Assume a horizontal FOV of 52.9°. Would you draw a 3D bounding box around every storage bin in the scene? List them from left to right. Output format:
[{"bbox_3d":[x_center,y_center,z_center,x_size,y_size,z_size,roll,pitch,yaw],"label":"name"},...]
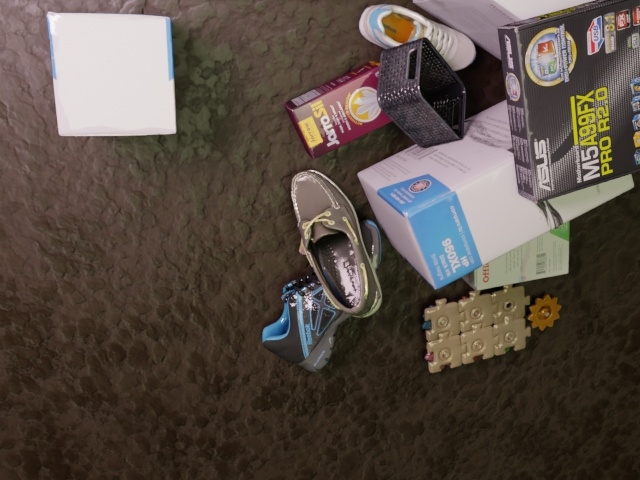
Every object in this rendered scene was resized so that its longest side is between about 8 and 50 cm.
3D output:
[{"bbox_3d":[0.183,-0.259,1.149,0.180,0.084,0.122,31,59,-48],"label":"storage bin"}]

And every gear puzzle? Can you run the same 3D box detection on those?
[{"bbox_3d":[0.383,0.176,1.438,0.339,0.044,0.175,-12,110,-12],"label":"gear puzzle"}]

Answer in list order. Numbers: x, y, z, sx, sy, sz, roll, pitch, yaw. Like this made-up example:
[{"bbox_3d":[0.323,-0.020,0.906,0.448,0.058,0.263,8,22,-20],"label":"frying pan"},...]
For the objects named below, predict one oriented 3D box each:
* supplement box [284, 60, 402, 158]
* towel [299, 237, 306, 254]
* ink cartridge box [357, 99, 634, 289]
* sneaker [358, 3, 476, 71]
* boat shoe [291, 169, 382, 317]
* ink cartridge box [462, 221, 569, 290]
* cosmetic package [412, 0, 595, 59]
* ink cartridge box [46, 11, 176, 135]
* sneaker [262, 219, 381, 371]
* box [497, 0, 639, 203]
[{"bbox_3d":[0.043,-0.241,1.186,0.188,0.081,0.104,-27,113,-2],"label":"supplement box"},{"bbox_3d":[0.000,0.000,1.300,0.083,0.009,0.060,1,108,-14],"label":"towel"},{"bbox_3d":[0.306,-0.112,1.181,0.395,0.285,0.166,-27,113,-2],"label":"ink cartridge box"},{"bbox_3d":[0.185,-0.362,1.170,0.228,0.092,0.087,12,104,-18],"label":"sneaker"},{"bbox_3d":[0.021,-0.002,1.184,0.109,0.091,0.305,-28,76,14],"label":"boat shoe"},{"bbox_3d":[0.402,0.004,1.350,0.212,0.093,0.154,-10,110,-11],"label":"ink cartridge box"},{"bbox_3d":[0.379,-0.361,1.111,0.377,0.284,0.097,25,102,-20],"label":"cosmetic package"},{"bbox_3d":[-0.318,-0.267,1.012,0.168,0.233,0.171,-4,110,-14],"label":"ink cartridge box"},{"bbox_3d":[0.005,0.104,1.273,0.139,0.125,0.341,23,104,-16],"label":"sneaker"},{"bbox_3d":[0.395,-0.215,0.979,0.216,0.060,0.270,-17,111,-8],"label":"box"}]
